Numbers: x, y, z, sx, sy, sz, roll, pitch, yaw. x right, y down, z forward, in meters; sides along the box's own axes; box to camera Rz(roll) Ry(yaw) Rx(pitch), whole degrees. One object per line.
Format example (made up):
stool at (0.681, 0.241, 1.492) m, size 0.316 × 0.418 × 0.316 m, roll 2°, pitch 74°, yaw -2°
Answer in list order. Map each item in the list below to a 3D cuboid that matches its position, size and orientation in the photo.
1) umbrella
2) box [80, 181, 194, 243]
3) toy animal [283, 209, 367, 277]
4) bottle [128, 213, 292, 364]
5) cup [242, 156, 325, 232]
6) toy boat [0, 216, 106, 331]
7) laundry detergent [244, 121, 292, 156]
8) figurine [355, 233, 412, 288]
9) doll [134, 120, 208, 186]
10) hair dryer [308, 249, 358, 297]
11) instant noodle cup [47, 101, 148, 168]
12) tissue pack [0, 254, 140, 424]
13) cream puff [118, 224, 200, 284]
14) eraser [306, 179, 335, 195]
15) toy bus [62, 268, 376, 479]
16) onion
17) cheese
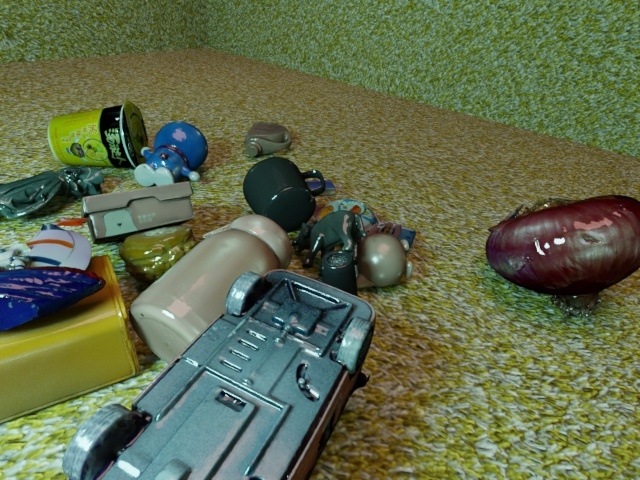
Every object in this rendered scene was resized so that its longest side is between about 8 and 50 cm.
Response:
umbrella at (-0.725, -0.115, 1.016) m, size 0.144 × 0.094 × 0.349 m, roll 1°, pitch 23°, yaw 26°
box at (-0.415, -0.059, 0.916) m, size 0.215 × 0.085 × 0.215 m, roll -15°, pitch 4°, yaw -31°
toy animal at (-0.003, 0.009, 0.932) m, size 0.270 × 0.082 × 0.137 m, roll -15°, pitch 58°, yaw 39°
bottle at (-0.185, 0.072, 0.730) m, size 0.207 × 0.172 × 0.296 m, roll 8°, pitch 42°, yaw 28°
cup at (-0.085, -0.129, 1.087) m, size 0.223 × 0.169 × 0.176 m, roll -20°, pitch 45°, yaw -14°
toy boat at (-0.425, 0.040, 0.629) m, size 0.220 × 0.071 × 0.318 m, roll 8°, pitch 23°, yaw 6°
laundry detergent at (-0.197, -0.378, 1.538) m, size 0.172 × 0.075 × 0.237 m, roll 7°, pitch 33°, yaw -1°
figurine at (0.136, 0.046, 0.926) m, size 0.138 × 0.125 × 0.125 m, roll -8°, pitch 34°, yaw -1°
doll at (-0.450, -0.251, 1.251) m, size 0.216 × 0.161 × 0.256 m, roll 23°, pitch 51°, yaw 0°
hair dryer at (-0.050, 0.082, 0.838) m, size 0.256 × 0.128 × 0.069 m, roll 3°, pitch 33°, yaw 12°
instant noodle cup at (-0.684, -0.318, 1.256) m, size 0.237 × 0.215 × 0.215 m, roll -4°, pitch 34°, yaw -4°
tissue pack at (-0.452, 0.149, 0.626) m, size 0.275 × 0.145 × 0.194 m, roll -15°, pitch 41°, yaw -29°
cream puff at (-0.327, 0.034, 0.843) m, size 0.166 × 0.115 × 0.150 m, roll 4°, pitch 20°, yaw 28°
eraser at (0.000, -0.170, 1.304) m, size 0.085 × 0.027 × 0.063 m, roll -4°, pitch 34°, yaw -15°
toy bus at (-0.090, 0.233, 0.495) m, size 0.203 × 0.232 × 0.427 m, roll 20°, pitch 37°, yaw 18°
onion at (0.563, 0.038, 0.922) m, size 0.349 × 0.284 × 0.347 m, roll -10°, pitch -3°, yaw 0°
cheese at (0.113, -0.046, 1.094) m, size 0.286 × 0.074 × 0.189 m, roll 18°, pitch 36°, yaw 15°
